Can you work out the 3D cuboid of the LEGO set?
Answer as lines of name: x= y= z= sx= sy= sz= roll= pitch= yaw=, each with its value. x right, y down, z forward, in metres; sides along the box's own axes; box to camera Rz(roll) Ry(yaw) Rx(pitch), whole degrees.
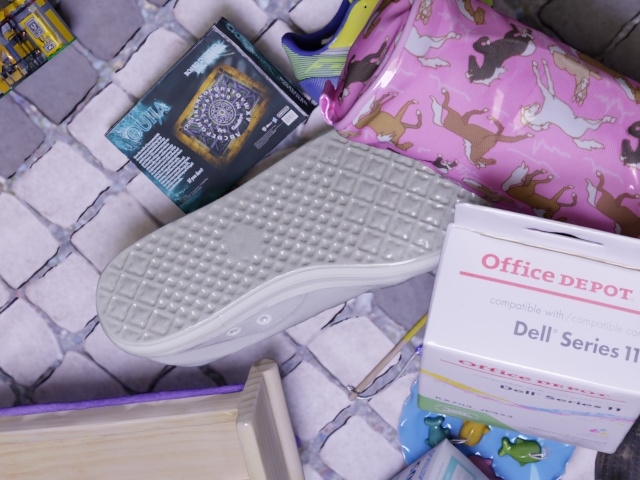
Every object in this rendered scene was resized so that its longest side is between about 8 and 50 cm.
LEGO set: x=-0.404 y=-0.169 z=1.824 sx=0.255 sy=0.331 sz=0.192 roll=-31 pitch=102 yaw=39

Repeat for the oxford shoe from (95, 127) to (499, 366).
oxford shoe: x=0.000 y=0.000 z=1.910 sx=0.449 sy=0.130 sz=0.169 roll=-23 pitch=67 yaw=6

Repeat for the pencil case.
pencil case: x=0.194 y=-0.090 z=1.757 sx=0.386 sy=0.160 sz=0.167 roll=28 pitch=79 yaw=-16

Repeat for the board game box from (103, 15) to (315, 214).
board game box: x=-0.109 y=-0.116 z=1.906 sx=0.126 sy=0.026 sz=0.186 roll=44 pitch=125 yaw=-8

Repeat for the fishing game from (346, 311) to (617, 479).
fishing game: x=0.167 y=0.196 z=1.982 sx=0.264 sy=0.041 sz=0.189 roll=47 pitch=112 yaw=0

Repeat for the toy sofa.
toy sofa: x=-0.206 y=0.212 z=1.978 sx=0.363 sy=0.177 sz=0.150 roll=-7 pitch=117 yaw=12

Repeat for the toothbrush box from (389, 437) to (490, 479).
toothbrush box: x=0.045 y=0.365 z=1.955 sx=0.126 sy=0.216 sz=0.295 roll=45 pitch=124 yaw=-9

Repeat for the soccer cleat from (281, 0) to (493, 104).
soccer cleat: x=0.086 y=-0.232 z=1.819 sx=0.289 sy=0.093 sz=0.121 roll=-38 pitch=98 yaw=20

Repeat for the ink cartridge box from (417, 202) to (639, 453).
ink cartridge box: x=0.197 y=0.086 z=1.776 sx=0.207 sy=0.353 sz=0.119 roll=12 pitch=74 yaw=6

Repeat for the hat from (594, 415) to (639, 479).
hat: x=0.424 y=0.250 z=1.923 sx=0.331 sy=0.134 sz=0.331 roll=3 pitch=111 yaw=7
